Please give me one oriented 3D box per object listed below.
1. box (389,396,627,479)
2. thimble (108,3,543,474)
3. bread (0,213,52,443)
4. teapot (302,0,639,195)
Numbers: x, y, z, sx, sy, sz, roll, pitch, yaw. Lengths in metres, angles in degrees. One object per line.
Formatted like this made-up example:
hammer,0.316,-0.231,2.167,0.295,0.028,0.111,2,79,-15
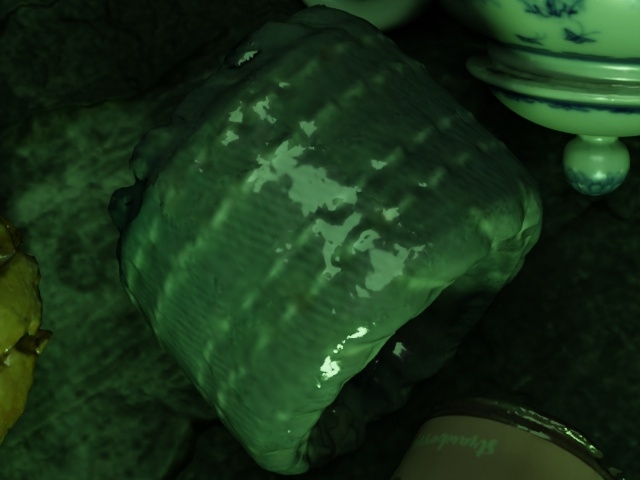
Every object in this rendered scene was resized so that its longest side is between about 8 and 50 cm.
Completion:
box,0.086,0.168,0.960,0.151,0.151,0.135,24,64,8
thimble,0.000,0.000,0.971,0.205,0.236,0.172,-40,74,-7
bread,-0.254,0.099,0.982,0.261,0.160,0.147,-33,82,-15
teapot,0.168,-0.162,1.042,0.424,0.252,0.280,11,107,24
